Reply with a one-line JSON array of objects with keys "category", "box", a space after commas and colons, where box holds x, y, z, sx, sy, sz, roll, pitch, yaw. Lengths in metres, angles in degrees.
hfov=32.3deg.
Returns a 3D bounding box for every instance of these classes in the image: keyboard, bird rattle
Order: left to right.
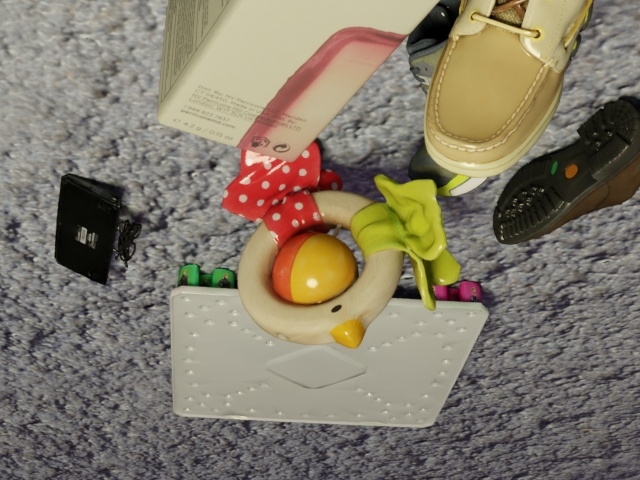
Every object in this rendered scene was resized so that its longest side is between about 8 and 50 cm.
[{"category": "keyboard", "box": [-0.251, -0.012, 1.266, 0.100, 0.038, 0.192, 28, 147, 0]}, {"category": "bird rattle", "box": [0.000, 0.000, 1.064, 0.254, 0.207, 0.143, 18, 152, 22]}]

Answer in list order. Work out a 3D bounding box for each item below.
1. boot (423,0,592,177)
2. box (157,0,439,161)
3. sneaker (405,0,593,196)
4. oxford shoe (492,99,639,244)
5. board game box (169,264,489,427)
[{"category": "boot", "box": [0.136, -0.190, 0.727, 0.095, 0.262, 0.203, 23, 160, 18]}, {"category": "box", "box": [-0.021, -0.189, 0.839, 0.127, 0.148, 0.232, 16, 146, -24]}, {"category": "sneaker", "box": [0.128, -0.148, 0.973, 0.121, 0.111, 0.300, 22, 145, -3]}, {"category": "oxford shoe", "box": [0.268, -0.051, 1.132, 0.096, 0.082, 0.227, 16, 147, -31]}, {"category": "board game box", "box": [-0.005, 0.153, 1.507, 0.390, 0.050, 0.390, 4, 149, -4]}]
